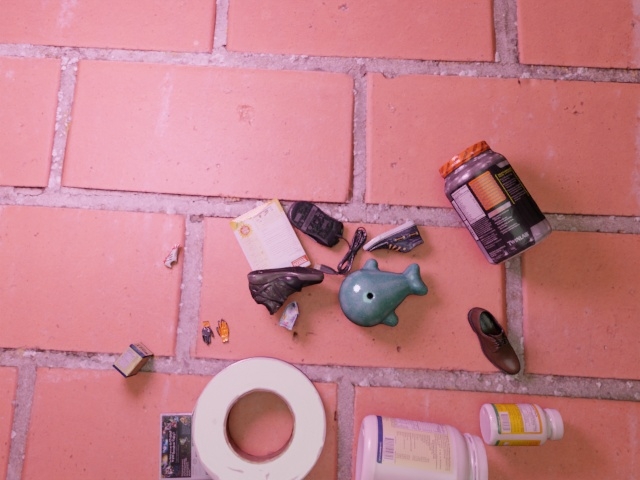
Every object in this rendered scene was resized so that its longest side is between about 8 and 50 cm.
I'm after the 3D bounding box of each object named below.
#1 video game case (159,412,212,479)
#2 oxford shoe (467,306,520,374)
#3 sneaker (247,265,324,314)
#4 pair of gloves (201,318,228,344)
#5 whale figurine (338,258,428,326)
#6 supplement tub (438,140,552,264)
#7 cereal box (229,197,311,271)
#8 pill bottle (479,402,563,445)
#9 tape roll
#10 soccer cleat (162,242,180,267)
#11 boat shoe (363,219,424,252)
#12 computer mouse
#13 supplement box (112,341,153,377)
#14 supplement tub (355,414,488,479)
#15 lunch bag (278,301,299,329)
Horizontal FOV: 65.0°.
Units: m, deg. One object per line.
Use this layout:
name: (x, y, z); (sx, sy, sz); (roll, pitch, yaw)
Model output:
video game case: (-0.392, 0.613, 1.498); (0.173, 0.022, 0.191); (-1, 82, 0)
oxford shoe: (0.524, 0.305, 1.499); (0.082, 0.096, 0.227); (-34, 84, -6)
sneaker: (-0.099, 0.148, 1.503); (0.227, 0.087, 0.130); (-6, 104, -5)
pair of gloves: (-0.326, 0.282, 1.553); (0.083, 0.010, 0.074); (-9, 81, 0)
whale figurine: (0.188, 0.153, 1.501); (0.271, 0.141, 0.216); (-18, 81, -3)
supplement tub: (0.514, -0.115, 1.507); (0.207, 0.207, 0.338); (-29, 82, -4)
cereal box: (-0.157, 0.011, 1.573); (0.172, 0.047, 0.240); (-26, 84, -3)
pill bottle: (0.579, 0.531, 1.451); (0.208, 0.117, 0.118); (-1, 81, 1)
tape roll: (-0.178, 0.537, 1.470); (0.391, 0.072, 0.392); (0, 81, -3)
soccer cleat: (-0.462, 0.047, 1.583); (0.035, 0.029, 0.083); (35, 86, -3)
boat shoe: (0.229, 0.010, 1.561); (0.183, 0.065, 0.083); (-26, 81, -4)
computer mouse: (0.000, 0.000, 1.571); (0.261, 0.060, 0.184); (25, 78, -7)
supplement box: (-0.561, 0.357, 1.506); (0.056, 0.083, 0.083); (39, 84, 6)
supplement tub: (0.268, 0.619, 1.381); (0.324, 0.235, 0.236); (7, 81, 2)
lunch bag: (-0.089, 0.227, 1.528); (0.053, 0.071, 0.083); (22, 81, 2)
